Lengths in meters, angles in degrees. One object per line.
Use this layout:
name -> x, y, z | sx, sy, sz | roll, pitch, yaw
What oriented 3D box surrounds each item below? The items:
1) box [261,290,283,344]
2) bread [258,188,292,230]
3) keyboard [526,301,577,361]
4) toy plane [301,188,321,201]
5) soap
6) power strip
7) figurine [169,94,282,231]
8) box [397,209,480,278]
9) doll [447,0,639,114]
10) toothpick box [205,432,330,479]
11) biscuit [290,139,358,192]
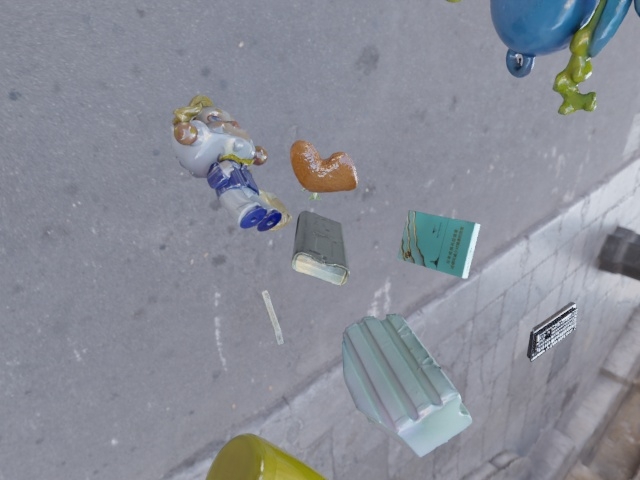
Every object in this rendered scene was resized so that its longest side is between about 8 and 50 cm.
box -> -0.163, 0.261, 1.564 | 0.024, 0.167, 0.090 | -17, 142, -10
bread -> -0.157, -0.088, 1.397 | 0.081, 0.134, 0.225 | -37, 179, 9
keyboard -> 0.583, 0.227, 1.150 | 0.230, 0.025, 0.094 | -16, 112, -37
toy plane -> -0.021, -0.199, 1.681 | 0.040, 0.102, 0.111 | -49, 139, -76
soap -> 0.215, 0.409, 1.380 | 0.261, 0.446, 0.156 | -34, 121, 1
power strip -> 0.000, 0.000, 0.808 | 0.092, 0.268, 0.034 | 19, 109, -7
figurine -> -0.162, -0.129, 0.813 | 0.133, 0.274, 0.194 | -44, 175, 25
box -> 0.348, 0.006, 1.377 | 0.041, 0.229, 0.162 | 9, 95, -47
doll -> 0.272, -0.356, 0.520 | 0.098, 0.346, 0.342 | -11, 134, -23
toothpick box -> -0.084, 0.521, 0.926 | 0.271, 0.175, 0.175 | 40, 80, -27
biscuit -> 0.008, -0.219, 1.368 | 0.036, 0.191, 0.186 | -72, 153, -43
